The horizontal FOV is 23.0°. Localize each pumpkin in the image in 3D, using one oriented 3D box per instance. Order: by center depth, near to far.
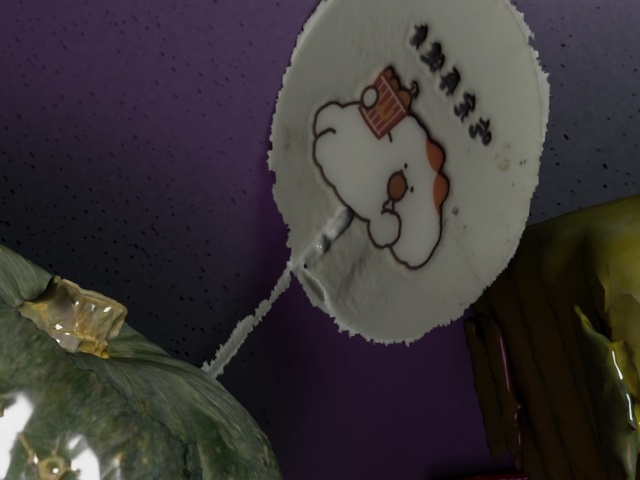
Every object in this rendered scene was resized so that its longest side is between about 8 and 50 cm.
[{"bbox_3d":[-0.170,0.134,0.747,0.328,0.291,0.257,33,92,-19],"label":"pumpkin"}]

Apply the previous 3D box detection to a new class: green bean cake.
[{"bbox_3d":[0.243,0.057,0.731,0.310,0.285,0.202,-13,89,-8],"label":"green bean cake"}]

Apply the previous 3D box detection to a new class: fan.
[{"bbox_3d":[0.001,0.000,0.794,0.009,0.190,0.329,5,134,-42],"label":"fan"}]

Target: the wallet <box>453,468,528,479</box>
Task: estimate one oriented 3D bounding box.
[{"bbox_3d":[0.139,0.227,0.894,0.142,0.045,0.204,-5,108,3],"label":"wallet"}]
